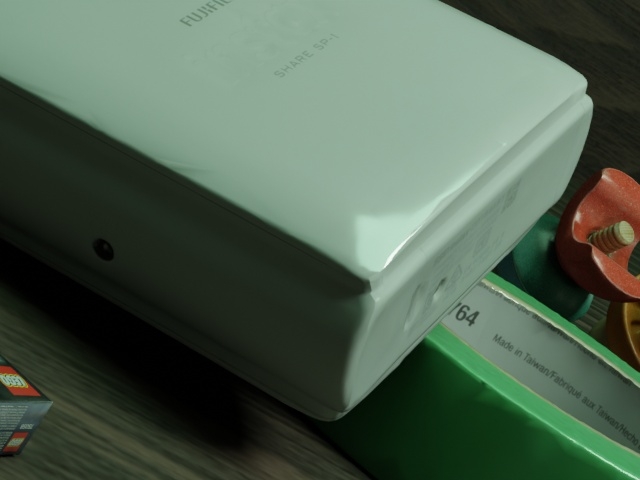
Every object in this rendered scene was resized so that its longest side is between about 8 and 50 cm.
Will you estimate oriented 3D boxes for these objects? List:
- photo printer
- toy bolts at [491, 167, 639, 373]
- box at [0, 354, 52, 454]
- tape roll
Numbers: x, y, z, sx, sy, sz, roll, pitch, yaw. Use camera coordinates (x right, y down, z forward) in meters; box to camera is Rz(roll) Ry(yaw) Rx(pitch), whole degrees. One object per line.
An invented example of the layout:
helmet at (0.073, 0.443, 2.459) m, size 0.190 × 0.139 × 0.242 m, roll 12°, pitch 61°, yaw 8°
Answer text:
photo printer at (-0.051, -0.066, 0.947) m, size 0.307 × 0.107 × 0.256 m, roll 29°, pitch 39°, yaw 19°
toy bolts at (0.215, 0.079, 1.441) m, size 0.228 × 0.158 × 0.218 m, roll 39°, pitch 48°, yaw -23°
box at (-0.166, 0.037, 0.652) m, size 0.094 × 0.027 × 0.137 m, roll 39°, pitch 12°, yaw 23°
tape roll at (0.108, 0.095, 1.070) m, size 0.321 × 0.077 × 0.321 m, roll 31°, pitch 11°, yaw -7°
